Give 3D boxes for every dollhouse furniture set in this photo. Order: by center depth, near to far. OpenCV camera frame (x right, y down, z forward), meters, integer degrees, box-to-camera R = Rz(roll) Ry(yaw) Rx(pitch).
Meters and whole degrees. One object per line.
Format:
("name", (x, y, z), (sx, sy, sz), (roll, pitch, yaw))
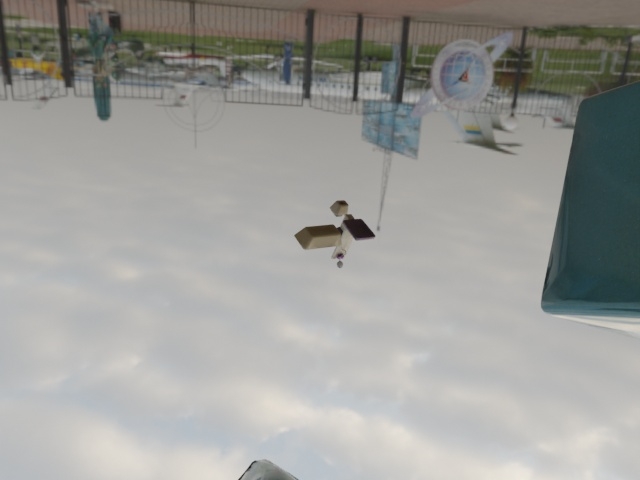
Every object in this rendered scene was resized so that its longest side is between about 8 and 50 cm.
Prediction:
("dollhouse furniture set", (0.000, 0.000, 0.756), (0.114, 0.081, 0.091), (-6, -135, -35))

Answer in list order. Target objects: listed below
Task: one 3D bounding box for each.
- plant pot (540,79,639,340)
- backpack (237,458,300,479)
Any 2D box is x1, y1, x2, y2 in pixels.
("plant pot", (0.278, -0.015, 0.280), (0.166, 0.165, 0.234), (16, 172, -13))
("backpack", (-0.011, 0.264, 0.301), (0.191, 0.225, 0.253), (-22, 178, -38))
